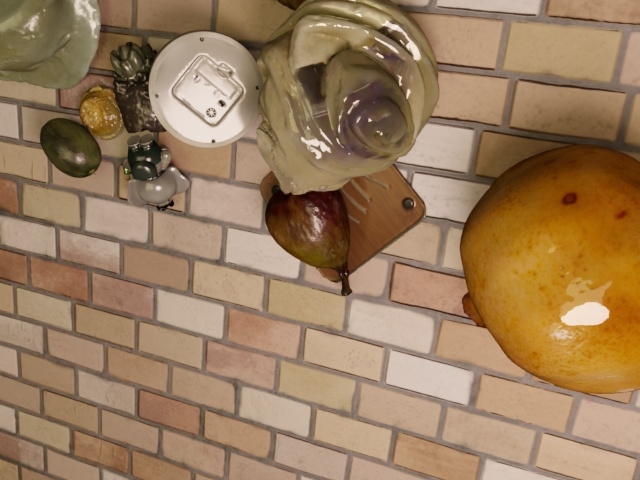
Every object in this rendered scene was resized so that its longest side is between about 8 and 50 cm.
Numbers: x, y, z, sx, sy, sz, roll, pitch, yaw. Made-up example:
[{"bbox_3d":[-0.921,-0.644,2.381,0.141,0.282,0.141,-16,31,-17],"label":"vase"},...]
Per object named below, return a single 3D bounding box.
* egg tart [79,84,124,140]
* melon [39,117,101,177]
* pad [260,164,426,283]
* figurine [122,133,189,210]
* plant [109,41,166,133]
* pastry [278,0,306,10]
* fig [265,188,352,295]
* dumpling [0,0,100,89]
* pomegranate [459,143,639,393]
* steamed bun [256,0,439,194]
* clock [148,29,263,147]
[{"bbox_3d":[-0.515,-0.298,1.459,0.129,0.049,0.128,5,107,17],"label":"egg tart"},{"bbox_3d":[-0.584,-0.213,1.471,0.114,0.114,0.167,-43,87,25],"label":"melon"},{"bbox_3d":[0.039,-0.086,1.329,0.284,0.018,0.286,-39,88,26],"label":"pad"},{"bbox_3d":[-0.377,-0.149,1.411,0.147,0.126,0.192,-12,128,-3],"label":"figurine"},{"bbox_3d":[-0.374,-0.331,1.354,0.132,0.129,0.194,1,109,18],"label":"plant"},{"bbox_3d":[-0.007,-0.545,1.161,0.236,0.121,0.257,-22,99,28],"label":"pastry"},{"bbox_3d":[-0.001,0.001,1.291,0.170,0.145,0.274,-22,108,26],"label":"fig"},{"bbox_3d":[-0.673,-0.465,1.384,0.321,0.212,0.270,11,112,29],"label":"dumpling"},{"bbox_3d":[0.417,0.049,1.035,0.417,0.416,0.416,6,107,19],"label":"pomegranate"},{"bbox_3d":[0.056,-0.240,1.091,0.347,0.237,0.394,22,99,-21],"label":"steamed bun"},{"bbox_3d":[-0.230,-0.307,1.273,0.230,0.083,0.230,-5,110,-15],"label":"clock"}]
